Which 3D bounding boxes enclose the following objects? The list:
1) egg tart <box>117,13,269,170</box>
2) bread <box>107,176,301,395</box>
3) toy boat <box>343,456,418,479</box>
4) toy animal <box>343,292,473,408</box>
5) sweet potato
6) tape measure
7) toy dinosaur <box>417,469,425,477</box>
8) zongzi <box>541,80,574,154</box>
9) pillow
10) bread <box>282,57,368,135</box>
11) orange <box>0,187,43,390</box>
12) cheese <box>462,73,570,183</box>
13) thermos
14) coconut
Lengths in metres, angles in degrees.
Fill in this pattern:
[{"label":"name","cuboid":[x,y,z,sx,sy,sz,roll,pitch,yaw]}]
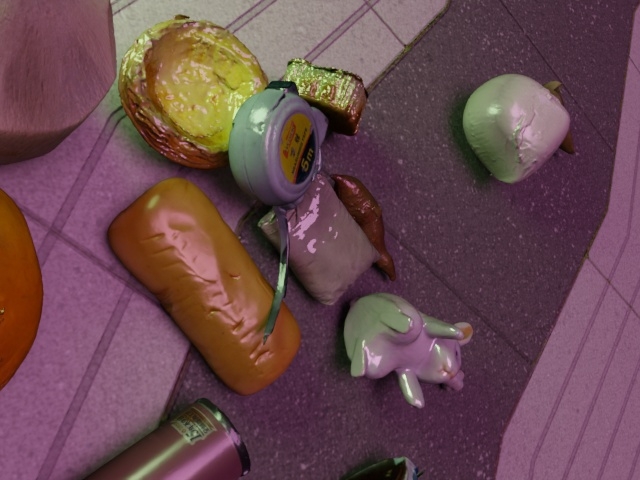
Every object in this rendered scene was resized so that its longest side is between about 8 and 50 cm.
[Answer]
[{"label":"egg tart","cuboid":[-0.168,-0.192,0.761,0.213,0.090,0.212,6,80,-37]},{"label":"bread","cuboid":[-0.137,0.062,0.745,0.142,0.091,0.305,-43,107,-27]},{"label":"toy boat","cuboid":[0.056,0.420,0.808,0.262,0.114,0.115,-24,101,-34]},{"label":"toy animal","cuboid":[0.169,0.178,0.908,0.282,0.138,0.140,28,102,-24]},{"label":"sweet potato","cuboid":[0.076,-0.029,0.929,0.068,0.068,0.226,-48,120,-31]},{"label":"tape measure","cuboid":[-0.077,-0.042,0.727,0.164,0.084,0.330,36,65,-52]},{"label":"toy dinosaur","cuboid":[0.128,0.411,0.919,0.120,0.029,0.060,-23,112,-41]},{"label":"zongzi","cuboid":[0.489,-0.246,1.250,0.160,0.078,0.176,-29,103,-30]},{"label":"pillow","cuboid":[0.000,0.000,0.859,0.134,0.078,0.181,-49,113,-27]},{"label":"bread","cuboid":[0.004,-0.217,0.865,0.128,0.140,0.069,18,88,11]},{"label":"orange","cuboid":[-0.364,0.042,0.488,0.246,0.246,0.246,6,79,-35]},{"label":"cheese","cuboid":[0.373,-0.230,1.111,0.198,0.154,0.189,-48,111,-19]},{"label":"thermos","cuboid":[-0.242,0.319,0.626,0.330,0.136,0.109,-30,73,-35]},{"label":"coconut","cuboid":[-0.322,-0.201,0.545,0.237,0.266,0.237,14,66,-35]}]
